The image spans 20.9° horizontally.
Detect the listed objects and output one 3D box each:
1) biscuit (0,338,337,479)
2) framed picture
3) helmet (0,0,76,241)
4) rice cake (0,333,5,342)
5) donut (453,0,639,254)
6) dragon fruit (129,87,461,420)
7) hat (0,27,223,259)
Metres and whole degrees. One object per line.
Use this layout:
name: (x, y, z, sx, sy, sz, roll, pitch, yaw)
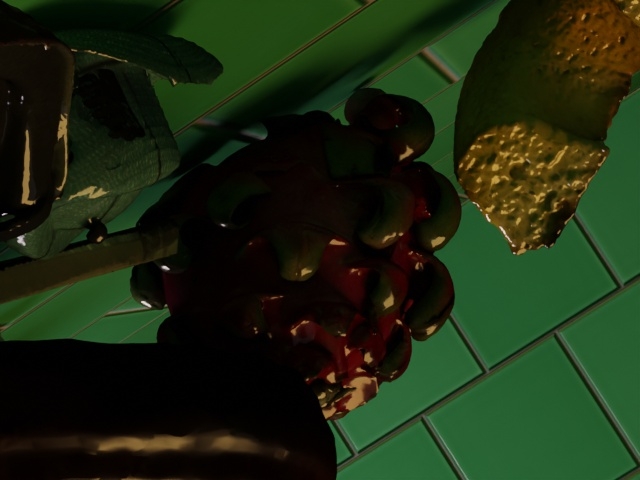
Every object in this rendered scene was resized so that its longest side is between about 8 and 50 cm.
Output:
biscuit: (-0.188, 0.153, 0.978, 0.407, 0.091, 0.407, -7, 159, -3)
framed picture: (-0.204, 0.036, 0.813, 0.189, 0.023, 0.260, -13, -177, 26)
helmet: (-0.159, -0.018, 0.499, 0.153, 0.107, 0.177, -18, 146, -57)
rice cake: (-0.316, 0.137, 1.264, 0.211, 0.043, 0.034, -32, 167, -10)
donut: (0.176, -0.128, 1.173, 0.259, 0.101, 0.152, -55, -162, 16)
dragon fruit: (0.003, 0.009, 1.141, 0.272, 0.198, 0.218, -30, 166, -31)
hat: (-0.108, -0.034, 0.745, 0.138, 0.078, 0.191, -30, 175, 14)
